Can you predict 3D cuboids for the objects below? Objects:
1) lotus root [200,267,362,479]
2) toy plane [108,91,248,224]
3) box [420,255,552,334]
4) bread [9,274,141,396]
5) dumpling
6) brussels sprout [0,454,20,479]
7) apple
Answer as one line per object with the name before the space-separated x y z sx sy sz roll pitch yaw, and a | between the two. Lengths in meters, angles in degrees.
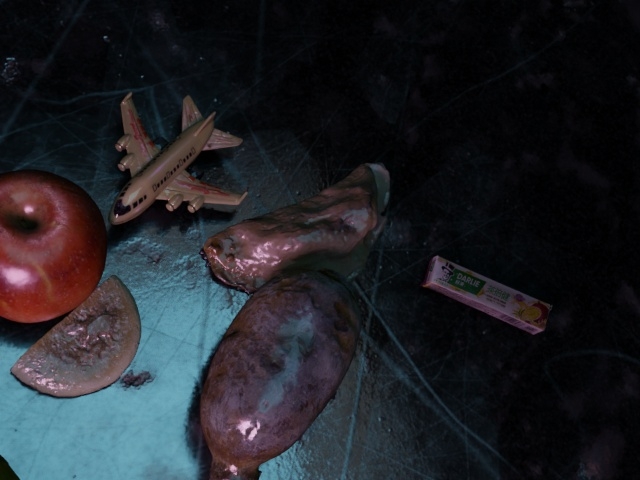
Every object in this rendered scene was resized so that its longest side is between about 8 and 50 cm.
lotus root | -0.060 0.177 1.257 0.175 0.175 0.349 31 65 -4
toy plane | -0.226 -0.104 1.350 0.229 0.092 0.244 40 65 -2
box | 0.262 0.086 1.456 0.207 0.041 0.049 23 68 -7
bread | -0.312 0.145 1.259 0.112 0.036 0.193 44 64 1
dumpling | -0.001 -0.004 1.388 0.332 0.086 0.166 -28 78 -20
brussels sprout | -0.454 0.329 1.046 0.244 0.244 0.244 6 68 -15
apple | -0.383 0.011 1.225 0.201 0.162 0.201 7 57 -11
